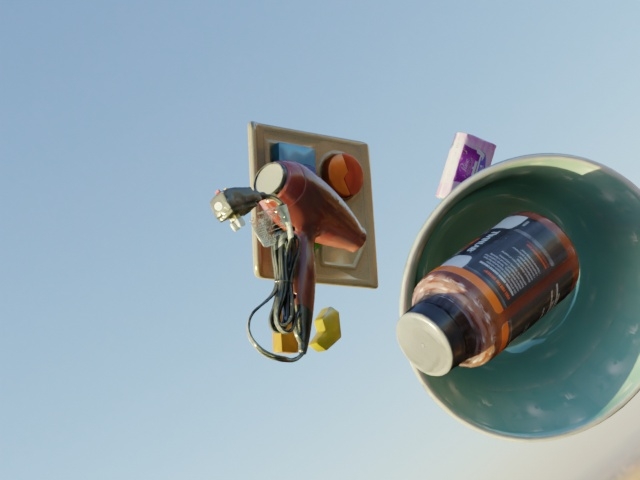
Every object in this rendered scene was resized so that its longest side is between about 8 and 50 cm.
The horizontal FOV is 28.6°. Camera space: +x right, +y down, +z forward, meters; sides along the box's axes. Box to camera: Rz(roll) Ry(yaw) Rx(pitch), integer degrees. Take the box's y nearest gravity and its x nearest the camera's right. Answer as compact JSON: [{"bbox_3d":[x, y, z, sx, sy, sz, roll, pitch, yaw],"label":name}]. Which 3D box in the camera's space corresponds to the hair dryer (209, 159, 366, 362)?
[{"bbox_3d":[-0.034,0.012,1.550,0.080,0.224,0.293,-8,11,35],"label":"hair dryer"}]

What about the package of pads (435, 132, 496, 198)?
[{"bbox_3d":[0.173,-0.083,1.491,0.032,0.050,0.083,10,83,64],"label":"package of pads"}]

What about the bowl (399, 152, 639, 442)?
[{"bbox_3d":[0.219,0.048,1.386,0.311,0.312,0.163,-37,16,-1],"label":"bowl"}]

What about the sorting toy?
[{"bbox_3d":[0.000,0.000,1.682,0.229,0.307,0.041,8,-17,-41],"label":"sorting toy"}]

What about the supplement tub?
[{"bbox_3d":[0.163,0.055,1.242,0.198,0.106,0.106,-33,-14,-37],"label":"supplement tub"}]
